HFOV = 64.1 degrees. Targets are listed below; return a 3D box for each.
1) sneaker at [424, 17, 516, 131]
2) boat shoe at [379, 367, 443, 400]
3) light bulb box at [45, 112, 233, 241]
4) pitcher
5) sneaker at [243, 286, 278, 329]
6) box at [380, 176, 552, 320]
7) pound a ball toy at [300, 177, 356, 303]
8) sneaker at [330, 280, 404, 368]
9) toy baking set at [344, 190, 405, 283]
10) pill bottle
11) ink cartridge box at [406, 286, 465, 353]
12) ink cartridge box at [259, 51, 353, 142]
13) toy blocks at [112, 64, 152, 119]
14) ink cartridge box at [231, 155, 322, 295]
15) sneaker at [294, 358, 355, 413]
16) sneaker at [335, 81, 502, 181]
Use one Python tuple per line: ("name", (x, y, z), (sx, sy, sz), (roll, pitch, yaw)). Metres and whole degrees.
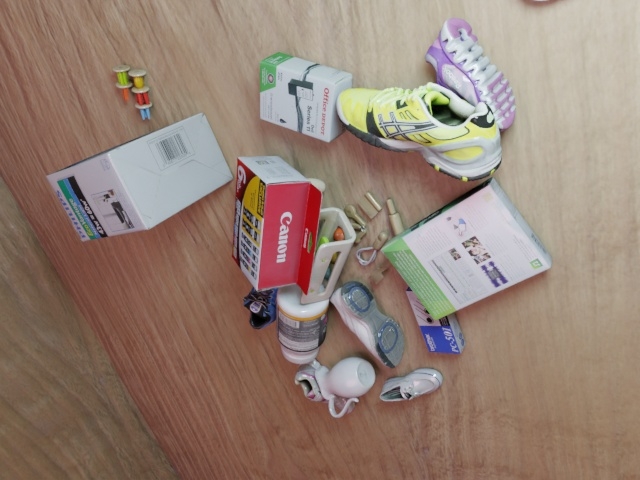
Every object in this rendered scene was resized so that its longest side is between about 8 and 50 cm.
("sneaker", (0.290, -0.312, 1.009), (0.236, 0.095, 0.104), (56, 142, -3))
("boat shoe", (0.276, 0.457, 1.566), (0.083, 0.076, 0.226), (50, 136, -4))
("light bulb box", (-0.529, -0.184, 1.514), (0.361, 0.358, 0.225), (-6, 114, 38))
("pitcher", (0.085, 0.480, 1.669), (0.207, 0.125, 0.178), (-30, 69, 44))
("sneaker", (-0.162, 0.171, 1.641), (0.129, 0.147, 0.330), (28, 131, 18))
("box", (0.333, 0.031, 1.204), (0.322, 0.058, 0.232), (-34, 95, 36))
("pound a ball toy", (0.000, 0.000, 1.431), (0.319, 0.135, 0.208), (109, 144, -47))
("sneaker", (0.141, 0.250, 1.522), (0.297, 0.111, 0.129), (57, 150, -5))
("toy baking set", (0.151, -0.008, 1.365), (0.196, 0.030, 0.256), (-11, 106, 49))
("pill bottle", (-0.059, 0.256, 1.611), (0.162, 0.162, 0.278), (25, 137, 21))
("ink cartridge box", (0.313, 0.209, 1.384), (0.097, 0.046, 0.207), (-6, 115, 40))
("ink cartridge box", (-0.038, -0.344, 1.226), (0.208, 0.087, 0.153), (23, 132, 22))
("toy blocks", (-0.577, -0.454, 1.576), (0.123, 0.054, 0.148), (20, 131, 23))
("ink cartridge box", (-0.126, -0.036, 1.360), (0.272, 0.130, 0.310), (42, 132, 50))
("sneaker", (0.005, 0.530, 1.795), (0.252, 0.111, 0.103), (37, 135, 9))
("sneaker", (0.193, -0.260, 1.036), (0.384, 0.145, 0.147), (27, 149, 31))
